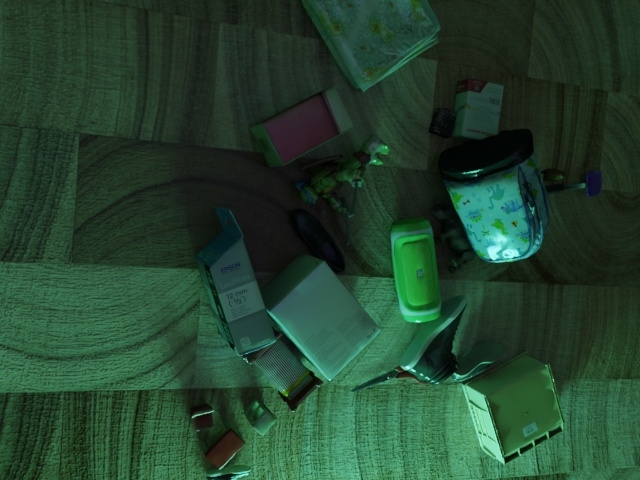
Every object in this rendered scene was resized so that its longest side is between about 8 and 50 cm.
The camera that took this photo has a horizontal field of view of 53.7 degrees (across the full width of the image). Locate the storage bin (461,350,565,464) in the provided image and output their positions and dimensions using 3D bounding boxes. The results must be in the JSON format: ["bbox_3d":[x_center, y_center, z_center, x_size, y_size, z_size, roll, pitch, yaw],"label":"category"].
[{"bbox_3d":[0.634,0.544,2.056,0.262,0.123,0.260,-22,103,-17],"label":"storage bin"}]

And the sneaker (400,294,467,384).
[{"bbox_3d":[0.385,0.314,1.948,0.147,0.104,0.296,42,79,-15],"label":"sneaker"}]

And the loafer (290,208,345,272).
[{"bbox_3d":[0.000,0.000,1.801,0.076,0.078,0.223,-41,107,-12],"label":"loafer"}]

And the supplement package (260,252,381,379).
[{"bbox_3d":[-0.014,0.203,1.751,0.199,0.198,0.263,-42,107,-11],"label":"supplement package"}]

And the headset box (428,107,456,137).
[{"bbox_3d":[0.373,-0.362,1.927,0.062,0.032,0.083,18,90,-20],"label":"headset box"}]

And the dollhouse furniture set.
[{"bbox_3d":[-0.201,0.433,1.729,0.374,0.152,0.201,-44,107,-11],"label":"dollhouse furniture set"}]

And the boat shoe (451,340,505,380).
[{"bbox_3d":[0.504,0.391,2.040,0.206,0.075,0.065,-24,145,-22],"label":"boat shoe"}]

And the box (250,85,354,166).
[{"bbox_3d":[-0.052,-0.307,1.718,0.232,0.148,0.127,-31,103,-15],"label":"box"}]

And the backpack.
[{"bbox_3d":[0.536,-0.110,1.885,0.356,0.290,0.273,55,40,-34],"label":"backpack"}]

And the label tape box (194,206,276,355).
[{"bbox_3d":[-0.243,0.095,1.632,0.115,0.249,0.348,-21,102,-17],"label":"label tape box"}]

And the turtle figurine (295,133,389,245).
[{"bbox_3d":[0.096,-0.149,1.765,0.266,0.274,0.198,-43,141,-15],"label":"turtle figurine"}]

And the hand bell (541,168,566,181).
[{"bbox_3d":[0.652,-0.199,1.926,0.126,0.242,0.126,-1,94,-22],"label":"hand bell"}]

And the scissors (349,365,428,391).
[{"bbox_3d":[0.226,0.403,1.954,0.297,0.021,0.109,-2,96,-18],"label":"scissors"}]

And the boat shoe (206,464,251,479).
[{"bbox_3d":[-0.258,0.665,1.787,0.125,0.046,0.038,-4,96,-16],"label":"boat shoe"}]

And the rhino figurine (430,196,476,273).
[{"bbox_3d":[0.403,-0.026,1.947,0.106,0.073,0.243,-31,101,-18],"label":"rhino figurine"}]

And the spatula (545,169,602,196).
[{"bbox_3d":[0.834,-0.178,2.109,0.296,0.030,0.084,-9,100,-19],"label":"spatula"}]

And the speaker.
[{"bbox_3d":[0.285,0.087,1.887,0.131,0.131,0.297,-11,99,-18],"label":"speaker"}]

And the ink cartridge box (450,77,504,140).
[{"bbox_3d":[0.479,-0.395,1.940,0.127,0.072,0.175,7,93,-20],"label":"ink cartridge box"}]

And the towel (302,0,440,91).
[{"bbox_3d":[0.140,-0.655,1.788,0.320,0.090,0.374,-37,106,-14],"label":"towel"}]
